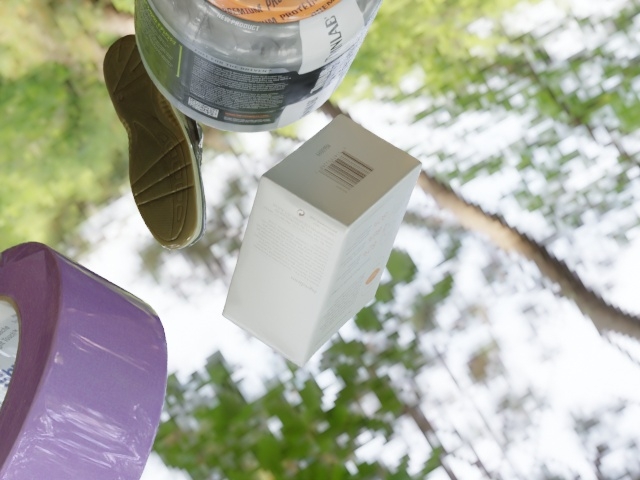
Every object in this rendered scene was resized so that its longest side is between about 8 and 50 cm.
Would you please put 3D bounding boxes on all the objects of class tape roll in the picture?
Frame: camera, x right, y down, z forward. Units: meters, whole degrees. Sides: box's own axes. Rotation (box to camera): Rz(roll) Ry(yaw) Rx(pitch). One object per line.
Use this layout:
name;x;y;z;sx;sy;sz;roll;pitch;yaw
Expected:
tape roll;-0.219;0.141;1.136;0.275;0.090;0.275;-39;-147;31

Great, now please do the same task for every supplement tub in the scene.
supplement tub;-0.048;-0.205;1.306;0.193;0.193;0.316;-33;177;-10

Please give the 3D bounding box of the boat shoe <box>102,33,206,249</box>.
boat shoe;-0.147;-0.097;1.654;0.080;0.223;0.073;-28;161;29

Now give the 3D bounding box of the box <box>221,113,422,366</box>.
box;0.000;0.000;1.473;0.130;0.091;0.170;-41;158;-46
